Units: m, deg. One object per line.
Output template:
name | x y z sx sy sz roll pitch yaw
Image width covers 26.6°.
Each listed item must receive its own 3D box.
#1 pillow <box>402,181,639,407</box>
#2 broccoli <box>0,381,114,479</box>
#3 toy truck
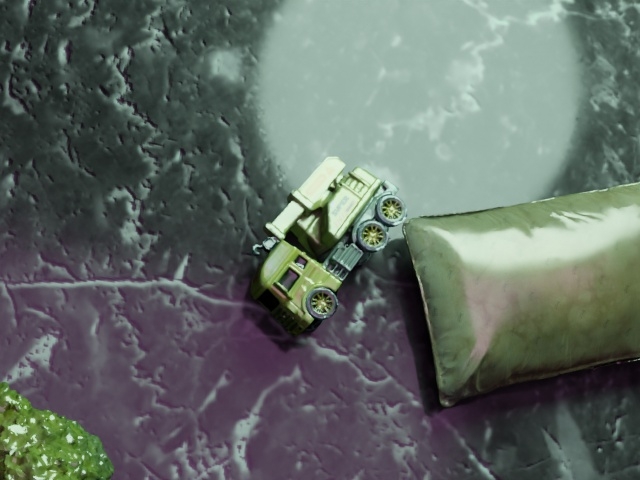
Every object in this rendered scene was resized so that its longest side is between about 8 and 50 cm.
pillow | 0.239 0.043 1.304 0.302 0.075 0.185 -10 78 -12
broccoli | -0.310 0.222 1.090 0.302 0.186 0.254 7 80 -14
toy truck | 0.000 0.000 1.270 0.100 0.077 0.169 38 72 -1
